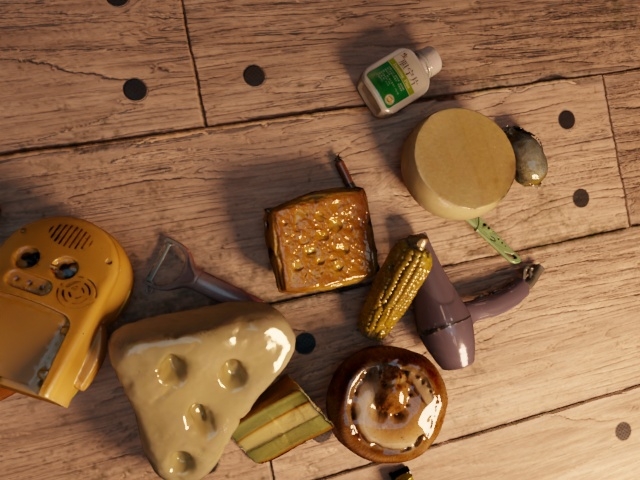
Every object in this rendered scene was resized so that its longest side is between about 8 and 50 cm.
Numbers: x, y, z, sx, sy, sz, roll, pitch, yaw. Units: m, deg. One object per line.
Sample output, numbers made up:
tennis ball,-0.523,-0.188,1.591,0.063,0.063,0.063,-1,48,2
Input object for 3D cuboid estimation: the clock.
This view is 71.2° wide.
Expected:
clock,-0.479,0.107,0.796,0.244,0.200,0.316,24,66,-9

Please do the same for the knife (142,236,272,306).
knife,-0.222,0.109,0.930,0.278,0.053,0.123,27,90,-8

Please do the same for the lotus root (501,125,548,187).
lotus root,0.482,-0.200,1.054,0.088,0.088,0.165,-17,82,-11

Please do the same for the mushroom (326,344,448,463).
mushroom,0.139,0.340,0.937,0.253,0.153,0.252,0,87,-2

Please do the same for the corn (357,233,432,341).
corn,0.155,0.101,0.941,0.097,0.097,0.261,22,111,-9

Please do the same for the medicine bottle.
medicine bottle,0.181,-0.363,1.005,0.183,0.069,0.119,-34,92,-11

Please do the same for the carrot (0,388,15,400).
carrot,-0.535,0.234,0.868,0.210,0.061,0.061,-27,94,-14

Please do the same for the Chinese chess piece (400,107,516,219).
Chinese chess piece,0.301,-0.168,0.990,0.251,0.097,0.250,2,78,-9

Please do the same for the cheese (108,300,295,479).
cheese,-0.197,0.285,0.874,0.329,0.130,0.350,-17,108,-17

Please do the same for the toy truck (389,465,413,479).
toy truck,0.191,0.556,0.992,0.049,0.054,0.083,-17,93,-11

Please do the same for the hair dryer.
hair dryer,0.364,0.102,1.029,0.362,0.121,0.300,-15,83,-20

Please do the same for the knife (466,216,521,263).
knife,0.353,-0.049,1.036,0.293,0.020,0.043,44,56,3

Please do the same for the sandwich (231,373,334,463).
sandwich,-0.089,0.377,0.900,0.187,0.144,0.117,-41,94,-9

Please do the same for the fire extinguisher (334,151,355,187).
fire extinguisher,0.054,-0.154,0.998,0.028,0.022,0.083,-24,93,26

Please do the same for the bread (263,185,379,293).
bread,0.000,0.000,0.952,0.235,0.099,0.210,-12,93,-16
